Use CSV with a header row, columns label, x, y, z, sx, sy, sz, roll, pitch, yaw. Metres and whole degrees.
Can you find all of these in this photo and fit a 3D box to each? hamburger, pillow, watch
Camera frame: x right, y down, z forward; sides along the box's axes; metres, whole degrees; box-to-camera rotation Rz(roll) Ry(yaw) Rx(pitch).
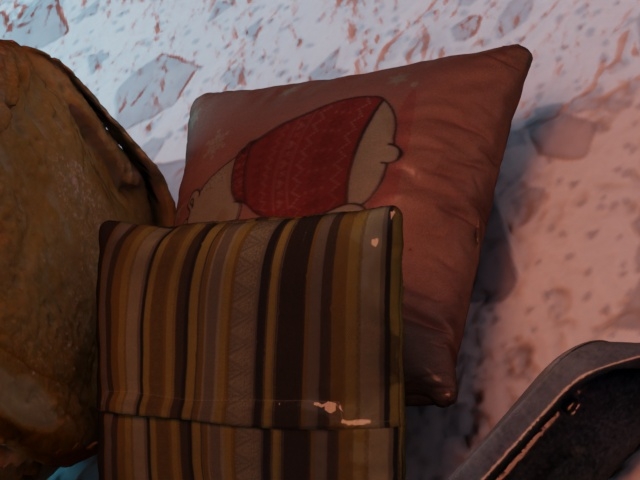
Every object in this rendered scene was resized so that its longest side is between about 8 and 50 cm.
label,x,y,z,sx,sy,sz,roll,pitch,yaw
hamburger,-0.184,0.026,1.054,0.146,0.243,0.286,-12,86,35
pillow,-0.040,0.090,0.941,0.212,0.052,0.208,-2,90,44
pillow,0.000,0.000,1.032,0.223,0.084,0.236,-11,53,32
watch,0.129,0.137,0.801,0.206,0.068,0.193,-45,36,-6
